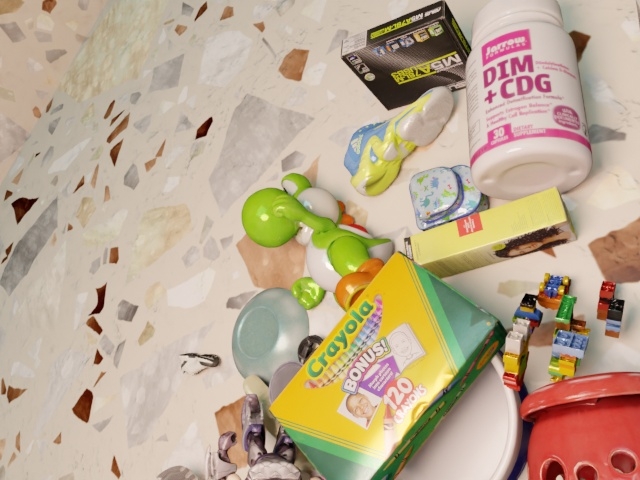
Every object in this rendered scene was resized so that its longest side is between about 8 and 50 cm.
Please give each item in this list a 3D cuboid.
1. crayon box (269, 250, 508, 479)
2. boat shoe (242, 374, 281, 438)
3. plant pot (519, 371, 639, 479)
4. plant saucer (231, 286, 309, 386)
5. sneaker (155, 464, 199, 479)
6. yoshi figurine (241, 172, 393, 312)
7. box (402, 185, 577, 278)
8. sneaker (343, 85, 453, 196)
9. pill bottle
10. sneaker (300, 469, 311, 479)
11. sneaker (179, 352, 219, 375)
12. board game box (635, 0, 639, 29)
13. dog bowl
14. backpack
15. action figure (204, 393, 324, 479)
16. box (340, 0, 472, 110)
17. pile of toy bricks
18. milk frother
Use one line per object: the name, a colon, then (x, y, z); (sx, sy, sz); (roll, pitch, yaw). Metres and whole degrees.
crayon box: (0.084, 0.172, 0.655); (0.278, 0.081, 0.165); (-51, 52, -1)
boat shoe: (-0.093, 0.302, 0.912); (0.049, 0.042, 0.133); (-34, 62, -17)
plant pot: (0.314, 0.240, 0.541); (0.191, 0.191, 0.174); (-21, 57, 28)
plant saucer: (-0.111, 0.180, 0.978); (0.195, 0.037, 0.194); (-14, 64, 31)
sneaker: (-0.201, 0.533, 0.878); (0.281, 0.105, 0.115); (48, 135, 35)
yoshi figurine: (-0.024, 0.015, 0.887); (0.203, 0.203, 0.362); (-51, 47, 17)
box: (0.248, -0.002, 0.759); (0.232, 0.087, 0.058); (-20, 60, 30)
sneaker: (0.126, -0.201, 0.930); (0.240, 0.091, 0.126); (-47, 50, 12)
pill bottle: (0.302, -0.217, 0.760); (0.160, 0.160, 0.282); (-11, 65, 33)
sneaker: (-0.057, 0.472, 0.790); (0.083, 0.084, 0.214); (-32, 42, 52)
sneaker: (-0.250, 0.258, 1.052); (0.109, 0.040, 0.043); (-7, 84, 38)
board game box: (0.452, -0.158, 0.550); (0.142, 0.275, 0.144); (-17, 62, 30)
dog bowl: (0.152, 0.242, 0.714); (0.265, 0.104, 0.264); (-15, 62, 31)
backpack: (0.205, -0.069, 0.820); (0.114, 0.084, 0.104); (-18, 63, 27)
action figure: (-0.072, 0.314, 0.727); (0.285, 0.186, 0.099); (174, 111, -81)
box: (0.162, -0.313, 0.891); (0.191, 0.184, 0.045); (-8, 64, 33)
pile of toy bricks: (0.304, 0.128, 0.636); (0.118, 0.212, 0.105); (10, 117, 33)
milk frother: (-0.024, 0.219, 0.833); (0.143, 0.135, 0.129); (12, 78, 39)
